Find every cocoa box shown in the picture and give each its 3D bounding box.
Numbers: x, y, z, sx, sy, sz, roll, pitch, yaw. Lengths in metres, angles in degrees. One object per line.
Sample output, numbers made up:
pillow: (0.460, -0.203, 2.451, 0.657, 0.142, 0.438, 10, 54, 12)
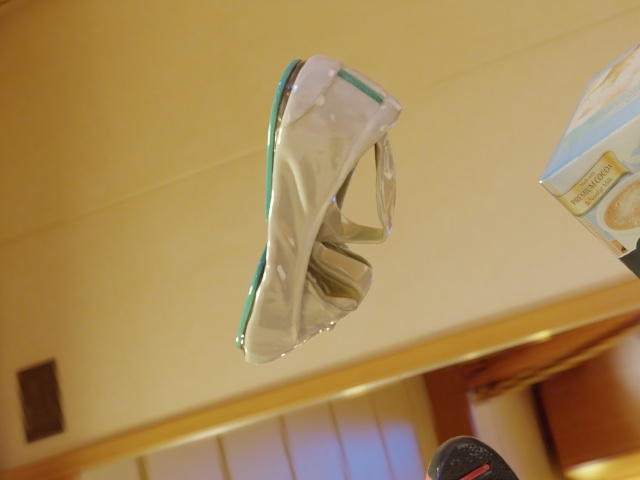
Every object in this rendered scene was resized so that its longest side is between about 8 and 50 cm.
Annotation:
cocoa box: (0.453, -0.132, 1.440, 0.228, 0.347, 0.231, 42, -134, -10)

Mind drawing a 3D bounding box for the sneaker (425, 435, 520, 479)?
sneaker: (0.162, 0.355, 1.394, 0.136, 0.116, 0.314, -4, 104, 69)

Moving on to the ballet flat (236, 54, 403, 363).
ballet flat: (0.000, 0.000, 1.321, 0.139, 0.139, 0.400, -88, 7, -47)
